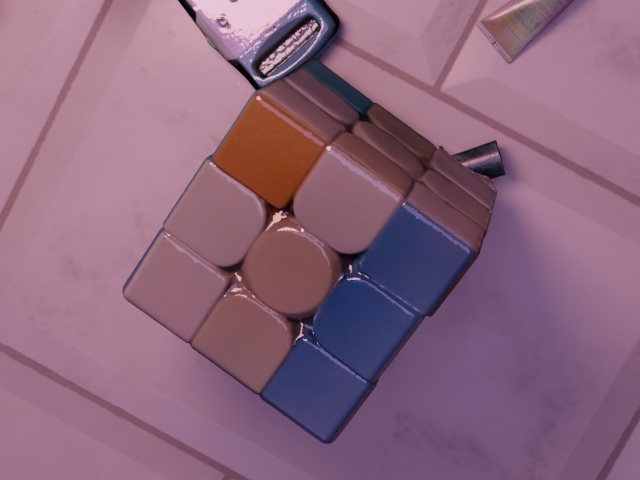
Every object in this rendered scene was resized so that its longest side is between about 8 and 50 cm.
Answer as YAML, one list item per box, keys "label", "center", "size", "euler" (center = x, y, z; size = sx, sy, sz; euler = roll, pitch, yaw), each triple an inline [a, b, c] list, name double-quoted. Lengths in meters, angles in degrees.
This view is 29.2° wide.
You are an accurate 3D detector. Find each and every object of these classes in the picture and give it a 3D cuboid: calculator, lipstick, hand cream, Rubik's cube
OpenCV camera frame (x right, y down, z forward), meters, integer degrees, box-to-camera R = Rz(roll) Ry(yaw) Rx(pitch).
- label: "calculator"
  center: [-0.103, -0.351, 1.815]
  size: [0.173, 0.051, 0.293]
  euler: [-41, 91, 7]
- label: "lipstick"
  center: [0.154, -0.092, 1.820]
  size: [0.234, 0.053, 0.054]
  euler: [-15, 94, 9]
- label: "hand cream"
  center: [0.316, -0.341, 1.783]
  size: [0.174, 0.047, 0.076]
  euler: [-39, 92, 17]
- label: "Rubik's cube"
  center: [0.000, 0.000, 1.670]
  size: [0.347, 0.346, 0.344]
  euler: [36, 109, 3]
